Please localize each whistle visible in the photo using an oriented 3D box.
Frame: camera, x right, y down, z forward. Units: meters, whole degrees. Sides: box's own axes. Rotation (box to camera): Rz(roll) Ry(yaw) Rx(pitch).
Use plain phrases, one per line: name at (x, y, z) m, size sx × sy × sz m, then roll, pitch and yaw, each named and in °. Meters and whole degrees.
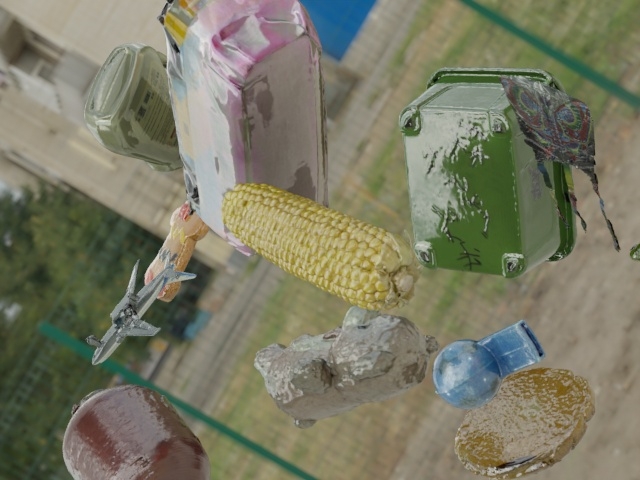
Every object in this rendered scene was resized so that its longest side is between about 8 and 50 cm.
whistle at (0.182, 0.151, 1.572) m, size 0.158 × 0.090 × 0.090 m, roll -36°, pitch 22°, yaw 56°

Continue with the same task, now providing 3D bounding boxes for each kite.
kite at (0.319, -0.094, 1.748) m, size 0.015 × 0.285 × 0.152 m, roll -43°, pitch 40°, yaw -17°

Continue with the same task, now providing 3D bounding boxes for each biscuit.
biscuit at (-0.234, -0.021, 2.316) m, size 0.250 × 0.036 × 0.165 m, roll -63°, pitch 24°, yaw -1°
biscuit at (0.303, 0.270, 1.992) m, size 0.226 × 0.042 × 0.226 m, roll -27°, pitch 27°, yaw 15°

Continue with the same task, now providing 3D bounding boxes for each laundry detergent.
laundry detergent at (-0.260, -0.202, 2.183) m, size 0.253 × 0.091 × 0.181 m, roll 33°, pitch -107°, yaw -53°

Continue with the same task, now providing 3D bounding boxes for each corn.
corn at (-0.003, 0.003, 1.515) m, size 0.091 × 0.260 × 0.091 m, roll -36°, pitch -44°, yaw -35°

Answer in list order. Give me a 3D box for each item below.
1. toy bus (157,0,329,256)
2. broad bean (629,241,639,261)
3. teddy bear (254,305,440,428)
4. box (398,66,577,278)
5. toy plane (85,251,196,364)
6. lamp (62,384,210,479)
toy bus at (-0.079, -0.158, 1.679) m, size 0.171 × 0.162 × 0.386 m, roll -34°, pitch -34°, yaw -23°
broad bean at (0.471, -0.018, 1.746) m, size 0.195 × 0.046 × 0.061 m, roll -34°, pitch 9°, yaw 40°
teddy bear at (0.037, 0.187, 2.041) m, size 0.267 × 0.151 × 0.236 m, roll -29°, pitch -9°, yaw 38°
box at (0.259, -0.104, 2.170) m, size 0.178 × 0.253 × 0.328 m, roll -30°, pitch -61°, yaw -48°
toy plane at (-0.299, 0.114, 2.164) m, size 0.226 × 0.058 × 0.226 m, roll -42°, pitch 31°, yaw 8°
lamp at (-0.249, 0.310, 1.869) m, size 0.180 × 0.258 × 0.180 m, roll -25°, pitch -41°, yaw -24°
